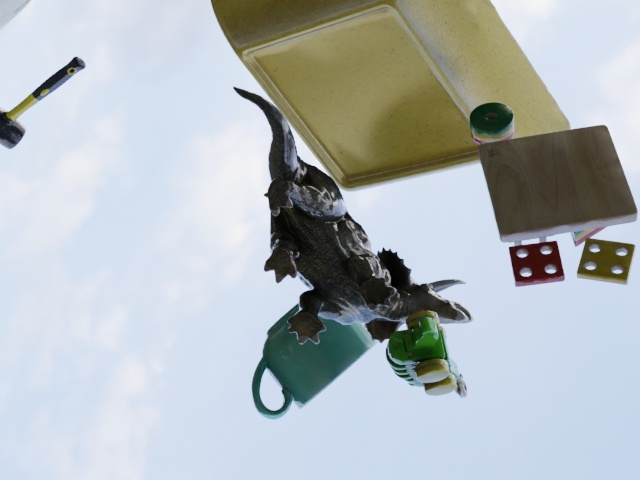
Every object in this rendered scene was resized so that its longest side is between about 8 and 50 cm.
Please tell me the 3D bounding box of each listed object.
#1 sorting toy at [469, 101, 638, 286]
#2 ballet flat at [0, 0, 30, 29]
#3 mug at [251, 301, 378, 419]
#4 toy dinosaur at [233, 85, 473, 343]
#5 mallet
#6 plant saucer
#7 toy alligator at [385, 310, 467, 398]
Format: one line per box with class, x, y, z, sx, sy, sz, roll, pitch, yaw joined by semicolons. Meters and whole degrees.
sorting toy;0.232;-0.040;1.348;0.132;0.046;0.274;-9;-136;2
ballet flat;-0.229;-0.196;0.976;0.070;0.070;0.188;-17;-127;41
mug;-0.014;0.129;1.637;0.097;0.158;0.129;50;-50;5
toy dinosaur;0.000;0.000;1.274;0.121;0.313;0.160;-42;-175;13
mallet;-0.358;-0.179;1.683;0.189;0.062;0.039;-37;-150;40
plant saucer;0.065;-0.181;1.576;0.333;0.333;0.081;-11;-140;40
toy alligator;0.091;0.110;1.206;0.051;0.190;0.056;-14;-115;9
